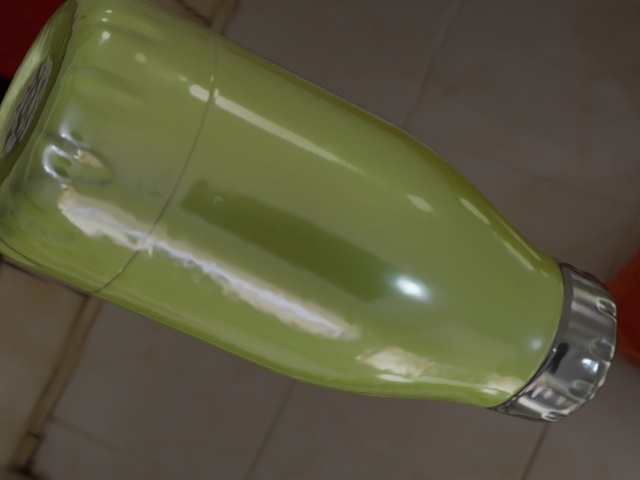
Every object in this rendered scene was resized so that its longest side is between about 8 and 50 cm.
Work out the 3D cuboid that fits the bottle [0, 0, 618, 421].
[{"bbox_3d":[0.000,0.000,0.635,0.260,0.112,0.112,25,87,-22],"label":"bottle"}]
